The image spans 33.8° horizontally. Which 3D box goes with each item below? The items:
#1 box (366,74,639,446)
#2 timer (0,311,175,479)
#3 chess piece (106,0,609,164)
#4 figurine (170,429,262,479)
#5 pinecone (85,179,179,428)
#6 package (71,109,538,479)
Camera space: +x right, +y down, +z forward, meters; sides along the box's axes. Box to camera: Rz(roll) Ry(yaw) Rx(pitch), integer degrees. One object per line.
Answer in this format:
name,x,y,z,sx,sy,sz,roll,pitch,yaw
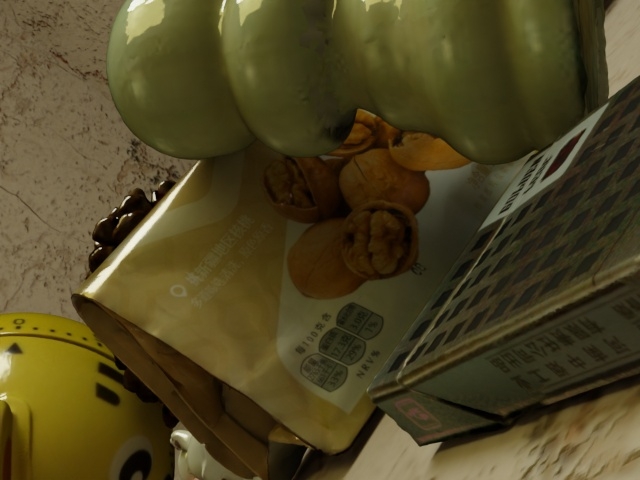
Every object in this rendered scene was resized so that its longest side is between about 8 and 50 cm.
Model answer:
box,0.138,-0.023,0.415,0.180,0.047,0.325,-52,3,-27
timer,-0.317,0.268,1.119,0.376,0.376,0.387,-50,26,14
chess piece,0.012,-0.129,0.688,0.330,0.182,0.182,-3,26,21
figurine,-0.096,0.191,0.872,0.098,0.081,0.146,-53,4,-33
pinecone,-0.129,0.053,1.089,0.246,0.292,0.246,-31,-37,-27
package,0.001,0.020,0.802,0.311,0.221,0.165,-52,-17,-30
